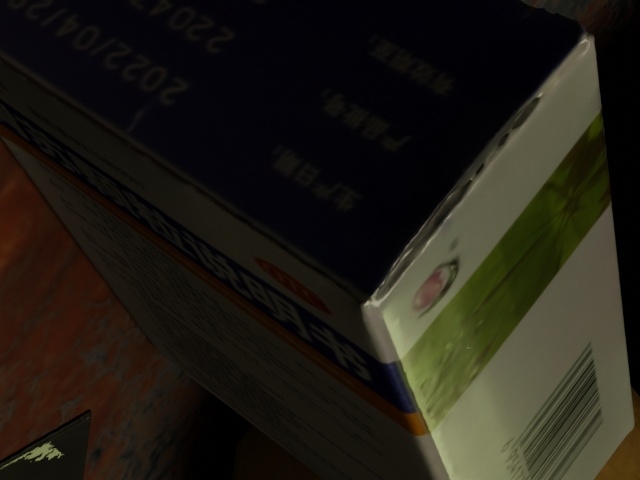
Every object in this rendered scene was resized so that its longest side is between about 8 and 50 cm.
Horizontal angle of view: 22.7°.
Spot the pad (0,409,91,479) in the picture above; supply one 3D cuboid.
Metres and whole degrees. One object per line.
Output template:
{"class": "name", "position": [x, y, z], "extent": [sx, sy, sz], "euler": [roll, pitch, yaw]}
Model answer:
{"class": "pad", "position": [-0.176, 0.161, 0.695], "extent": [0.190, 0.004, 0.127], "euler": [-29, 143, -42]}

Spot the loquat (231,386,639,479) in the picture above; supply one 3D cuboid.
{"class": "loquat", "position": [0.072, 0.145, 0.825], "extent": [0.244, 0.244, 0.244], "euler": [-39, 149, -29]}

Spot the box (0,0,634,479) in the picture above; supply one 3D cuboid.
{"class": "box", "position": [0.000, 0.000, 0.581], "extent": [0.106, 0.200, 0.299], "euler": [-49, 153, -15]}

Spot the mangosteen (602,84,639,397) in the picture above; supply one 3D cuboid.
{"class": "mangosteen", "position": [0.273, 0.042, 0.957], "extent": [0.330, 0.330, 0.330], "euler": [-39, 149, -29]}
